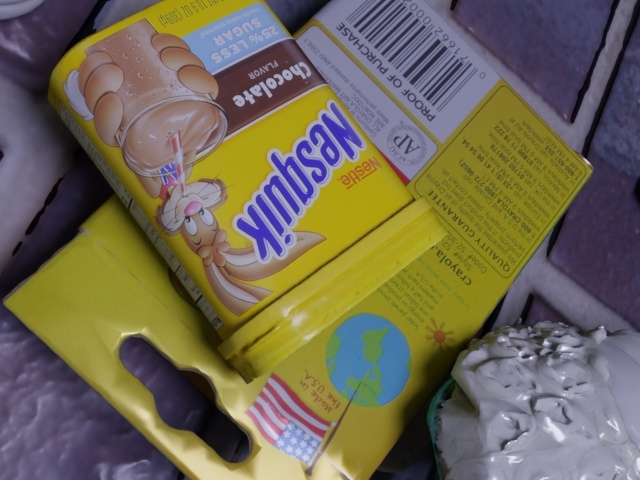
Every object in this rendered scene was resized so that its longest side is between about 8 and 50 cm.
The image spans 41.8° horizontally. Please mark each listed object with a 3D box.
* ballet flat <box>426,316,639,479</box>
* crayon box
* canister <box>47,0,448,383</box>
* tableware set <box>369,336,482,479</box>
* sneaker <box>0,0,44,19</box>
[{"bbox_3d":[0.215,0.107,0.528,0.409,0.147,0.147,13,77,-53],"label":"ballet flat"},{"bbox_3d":[0.000,0.000,0.501,0.202,0.081,0.318,45,63,-3],"label":"crayon box"},{"bbox_3d":[-0.036,-0.035,0.413,0.126,0.073,0.170,-35,87,-27],"label":"canister"},{"bbox_3d":[0.077,0.127,0.590,0.194,0.039,0.128,22,64,-34],"label":"tableware set"},{"bbox_3d":[-0.242,-0.214,0.357,0.305,0.152,0.114,23,75,-27],"label":"sneaker"}]
